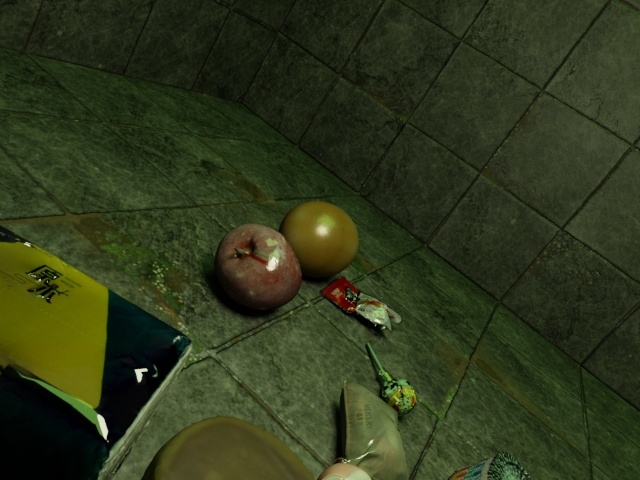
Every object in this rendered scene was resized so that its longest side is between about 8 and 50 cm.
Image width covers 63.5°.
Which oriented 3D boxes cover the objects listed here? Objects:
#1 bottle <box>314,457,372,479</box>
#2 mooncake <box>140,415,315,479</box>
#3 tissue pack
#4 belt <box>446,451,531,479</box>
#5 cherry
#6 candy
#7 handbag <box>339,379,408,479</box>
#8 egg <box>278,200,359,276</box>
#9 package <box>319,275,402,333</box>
[{"bbox_3d":[0.080,0.485,0.885,0.236,0.148,0.147,37,19,32],"label":"bottle"},{"bbox_3d":[-0.132,0.401,0.721,0.284,0.156,0.284,28,19,-10],"label":"mooncake"},{"bbox_3d":[-0.425,0.164,0.675,0.416,0.253,0.264,31,20,-2],"label":"tissue pack"},{"bbox_3d":[0.352,0.579,1.066,0.207,0.160,0.295,56,25,9],"label":"belt"},{"bbox_3d":[-0.166,0.070,1.359,0.285,0.212,0.236,43,29,-60],"label":"cherry"},{"bbox_3d":[0.178,0.362,1.420,0.083,0.091,0.305,23,15,-21],"label":"candy"},{"bbox_3d":[0.118,0.428,1.117,0.182,0.117,0.270,38,17,-13],"label":"handbag"},{"bbox_3d":[0.000,0.000,1.719,0.250,0.250,0.322,46,12,31],"label":"egg"},{"bbox_3d":[0.141,0.216,1.720,0.269,0.071,0.194,27,14,19],"label":"package"}]
